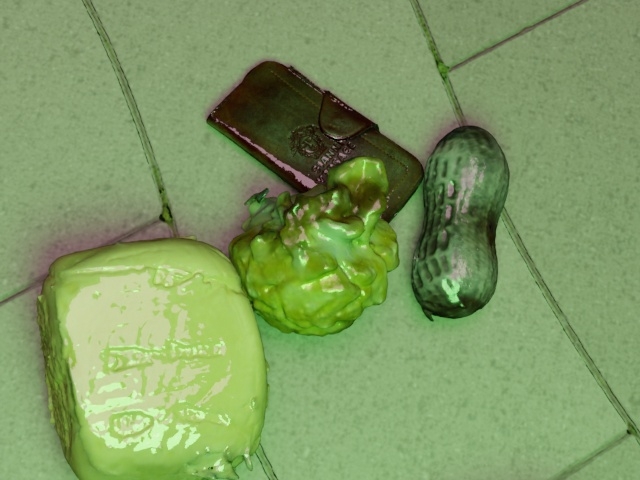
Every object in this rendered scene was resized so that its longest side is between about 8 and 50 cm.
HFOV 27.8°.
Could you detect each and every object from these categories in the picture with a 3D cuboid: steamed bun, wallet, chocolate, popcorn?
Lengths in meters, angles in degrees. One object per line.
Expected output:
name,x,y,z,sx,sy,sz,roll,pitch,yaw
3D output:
steamed bun,-0.179,0.137,1.390,0.232,0.166,0.273,-11,83,-18
wallet,-0.002,-0.116,1.576,0.255,0.031,0.137,37,70,7
chocolate,0.167,-0.023,1.526,0.110,0.110,0.248,7,74,-5
popcorn,0.000,0.000,1.444,0.198,0.212,0.198,22,30,-13
